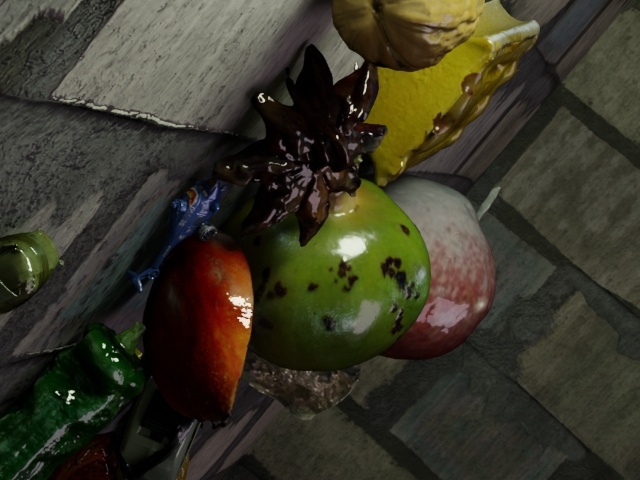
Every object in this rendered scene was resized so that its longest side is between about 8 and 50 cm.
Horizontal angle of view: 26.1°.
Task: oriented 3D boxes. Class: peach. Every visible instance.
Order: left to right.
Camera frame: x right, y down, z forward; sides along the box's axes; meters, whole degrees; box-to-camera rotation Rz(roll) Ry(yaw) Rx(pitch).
[{"bbox_3d":[-0.157,0.098,1.610,0.068,0.279,0.189,21,123,-34],"label":"peach"}]

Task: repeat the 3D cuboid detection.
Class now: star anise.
[{"bbox_3d":[0.005,-0.099,1.584,0.272,0.102,0.272,-26,132,-32],"label":"star anise"}]

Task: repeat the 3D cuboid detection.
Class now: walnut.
[{"bbox_3d":[0.095,-0.257,1.461,0.155,0.155,0.184,-53,168,25],"label":"walnut"}]

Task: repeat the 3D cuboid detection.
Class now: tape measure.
[{"bbox_3d":[-0.231,0.251,2.033,0.235,0.115,0.207,111,3,-63],"label":"tape measure"}]

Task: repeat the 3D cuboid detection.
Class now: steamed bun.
[{"bbox_3d":[-0.046,0.199,2.351,0.170,0.225,0.200,-46,172,-13],"label":"steamed bun"}]

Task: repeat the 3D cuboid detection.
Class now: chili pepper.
[{"bbox_3d":[-0.299,0.196,1.616,0.270,0.099,0.136,-49,141,-1],"label":"chili pepper"}]

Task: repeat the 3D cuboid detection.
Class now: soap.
[{"bbox_3d":[0.171,-0.219,1.940,0.259,0.143,0.281,-48,171,24],"label":"soap"}]

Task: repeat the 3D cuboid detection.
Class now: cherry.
[{"bbox_3d":[0.110,0.028,2.207,0.291,0.335,0.326,-55,-148,28],"label":"cherry"}]

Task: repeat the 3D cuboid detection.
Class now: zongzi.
[{"bbox_3d":[-0.297,0.036,1.226,0.130,0.062,0.154,-29,-172,6],"label":"zongzi"}]

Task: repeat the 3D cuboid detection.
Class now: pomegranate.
[{"bbox_3d":[0.016,0.018,1.800,0.291,0.291,0.323,-38,165,-47],"label":"pomegranate"}]

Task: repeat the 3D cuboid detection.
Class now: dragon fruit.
[{"bbox_3d":[-0.354,0.336,2.018,0.127,0.120,0.161,-8,127,-10],"label":"dragon fruit"}]

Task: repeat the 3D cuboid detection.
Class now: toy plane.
[{"bbox_3d":[-0.164,-0.011,1.579,0.062,0.054,0.167,8,125,-48],"label":"toy plane"}]

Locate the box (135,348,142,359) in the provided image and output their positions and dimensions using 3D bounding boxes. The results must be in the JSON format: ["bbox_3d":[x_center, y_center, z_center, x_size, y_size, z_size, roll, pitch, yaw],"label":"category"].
[{"bbox_3d":[-0.349,0.252,1.799,0.279,0.041,0.153,-43,170,-30],"label":"box"}]

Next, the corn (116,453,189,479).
[{"bbox_3d":[-0.281,0.376,2.305,0.130,0.130,0.347,-43,166,-30],"label":"corn"}]
